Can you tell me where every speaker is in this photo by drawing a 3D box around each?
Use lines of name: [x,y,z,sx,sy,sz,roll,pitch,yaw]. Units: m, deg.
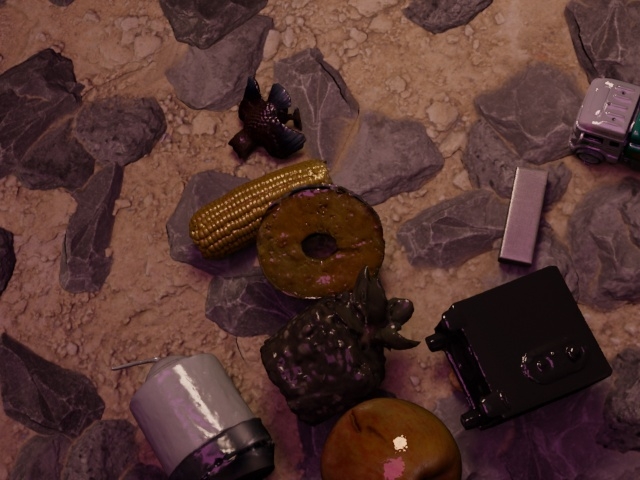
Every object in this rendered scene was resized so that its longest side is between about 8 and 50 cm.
speaker: [0.360,0.206,1.491,0.253,0.184,0.232,-18,70,-12]

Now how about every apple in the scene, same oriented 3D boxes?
apple: [0.140,0.426,1.472,0.264,0.264,0.265,-4,74,13]

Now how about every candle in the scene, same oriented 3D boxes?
candle: [-0.253,0.363,1.618,0.221,0.221,0.343,-37,67,2]

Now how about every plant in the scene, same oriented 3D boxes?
plant: [0.050,0.205,1.577,0.312,0.213,0.215,-39,88,5]

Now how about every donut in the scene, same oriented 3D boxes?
donut: [0.000,0.000,1.673,0.271,0.107,0.272,1,102,4]

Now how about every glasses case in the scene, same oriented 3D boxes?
glasses case: [0.423,-0.049,1.652,0.070,0.047,0.205,11,77,13]

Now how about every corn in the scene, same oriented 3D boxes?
corn: [-0.128,-0.074,1.759,0.344,0.131,0.131,-26,70,4]

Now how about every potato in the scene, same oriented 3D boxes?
potato: [0.300,0.278,1.588,0.083,0.062,0.068,39,104,-1]

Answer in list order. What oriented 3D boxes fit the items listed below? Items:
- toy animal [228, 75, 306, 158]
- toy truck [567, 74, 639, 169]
toy animal: [-0.140,-0.272,1.823,0.179,0.116,0.219,-38,76,0]
toy truck: [0.684,-0.209,1.565,0.363,0.178,0.177,21,81,22]
